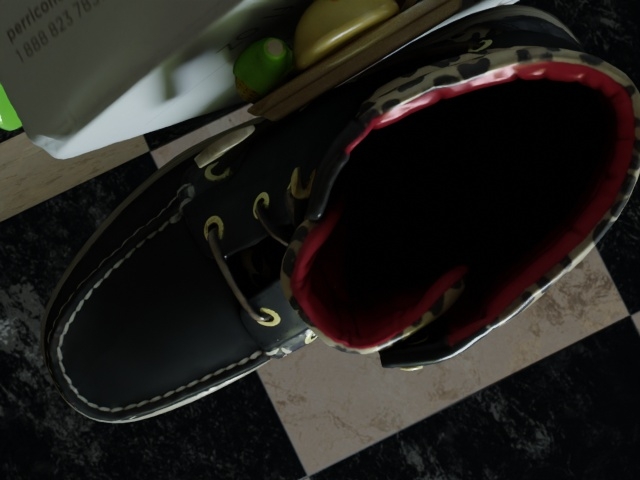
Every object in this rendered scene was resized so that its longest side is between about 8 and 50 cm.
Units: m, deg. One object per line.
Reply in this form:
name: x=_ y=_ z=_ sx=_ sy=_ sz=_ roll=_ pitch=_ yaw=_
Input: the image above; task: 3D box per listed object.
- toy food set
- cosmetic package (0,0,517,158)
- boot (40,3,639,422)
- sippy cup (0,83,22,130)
toy food set: x=0.015 y=-0.101 z=0.803 sx=0.192 sy=0.038 sz=0.132 roll=-32 pitch=-176 yaw=-9
cosmetic package: x=0.007 y=-0.289 z=0.894 sx=0.329 sy=0.327 sz=0.394 roll=-30 pitch=176 yaw=40
boot: x=0.000 y=0.000 z=0.891 sx=0.377 sy=0.138 sz=0.284 roll=-29 pitch=-171 yaw=3
sippy cup: x=-0.365 y=-0.103 z=1.251 sx=0.240 sy=0.224 sz=0.305 roll=-20 pitch=-163 yaw=-26
